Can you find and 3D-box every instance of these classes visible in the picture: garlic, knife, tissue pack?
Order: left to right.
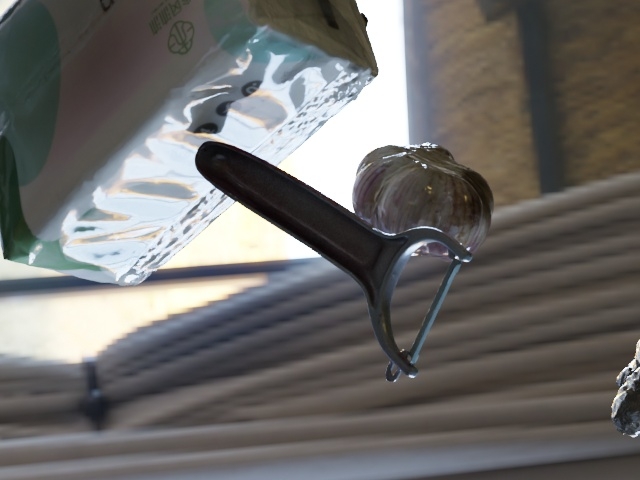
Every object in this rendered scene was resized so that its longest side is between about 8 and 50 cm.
[{"bbox_3d":[-0.149,-0.157,1.515,0.356,0.194,0.266,-40,-129,29],"label":"tissue pack"},{"bbox_3d":[0.001,0.000,1.346,0.278,0.053,0.123,35,-76,35],"label":"knife"},{"bbox_3d":[0.099,-0.033,1.634,0.159,0.147,0.102,-125,-129,-60],"label":"garlic"}]

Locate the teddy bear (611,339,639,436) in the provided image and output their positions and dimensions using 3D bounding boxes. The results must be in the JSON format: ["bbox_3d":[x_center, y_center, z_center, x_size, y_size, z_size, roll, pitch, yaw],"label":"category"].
[{"bbox_3d":[0.370,0.108,1.527,0.267,0.236,0.151,72,-6,-79],"label":"teddy bear"}]

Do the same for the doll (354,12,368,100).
[{"bbox_3d":[-0.004,-0.219,1.831,0.291,0.117,0.086,-86,-170,-59],"label":"doll"}]
